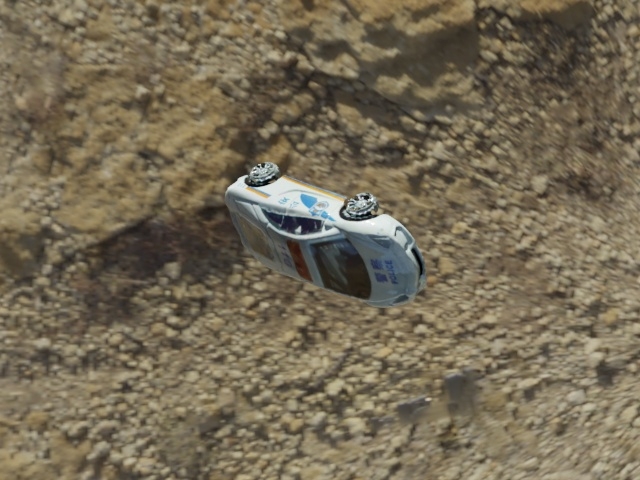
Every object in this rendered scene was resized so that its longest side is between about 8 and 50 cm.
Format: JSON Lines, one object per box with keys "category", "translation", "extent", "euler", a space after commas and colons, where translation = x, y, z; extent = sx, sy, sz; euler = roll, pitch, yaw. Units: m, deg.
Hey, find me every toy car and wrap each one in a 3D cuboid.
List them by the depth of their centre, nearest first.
{"category": "toy car", "translation": [0.000, 0.000, 1.006], "extent": [0.056, 0.095, 0.205], "euler": [-40, 39, -27]}
